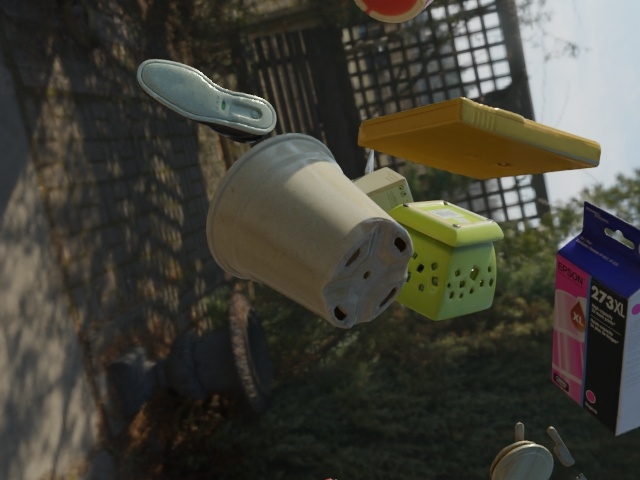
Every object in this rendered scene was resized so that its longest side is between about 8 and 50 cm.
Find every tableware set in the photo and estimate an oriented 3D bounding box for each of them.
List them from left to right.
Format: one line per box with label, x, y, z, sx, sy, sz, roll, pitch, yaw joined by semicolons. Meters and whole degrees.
tableware set;0.280;0.327;0.997;0.194;0.128;0.039;54;0;-30

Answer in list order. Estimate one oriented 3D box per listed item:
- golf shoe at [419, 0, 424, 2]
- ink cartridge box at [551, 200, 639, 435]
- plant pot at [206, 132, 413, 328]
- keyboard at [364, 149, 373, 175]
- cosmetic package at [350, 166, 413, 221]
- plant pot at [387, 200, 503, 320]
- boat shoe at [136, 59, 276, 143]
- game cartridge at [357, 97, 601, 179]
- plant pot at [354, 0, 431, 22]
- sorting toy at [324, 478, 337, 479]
golf shoe;0.144;-0.498;1.318;0.176;0.069;0.086;40;-14;20
ink cartridge box;0.475;0.134;1.283;0.176;0.069;0.371;-133;-147;-57
plant pot;0.000;0.000;1.475;0.305;0.334;0.334;36;-23;39
keyboard;0.132;-0.171;2.047;0.256;0.014;0.072;80;21;-73
cosmetic package;0.061;-0.064;1.860;0.160;0.309;0.113;-133;-158;-70
plant pot;0.263;0.031;1.707;0.228;0.227;0.207;-8;117;-45
boat shoe;-0.191;-0.217;1.224;0.079;0.233;0.084;-20;-125;58
game cartridge;0.262;-0.168;1.299;0.285;0.324;0.052;-1;-101;57
plant pot;0.191;-0.654;1.766;0.243;0.275;0.275;-63;147;-37
sorting toy;0.009;0.457;1.351;0.042;0.061;0.102;60;-2;22
